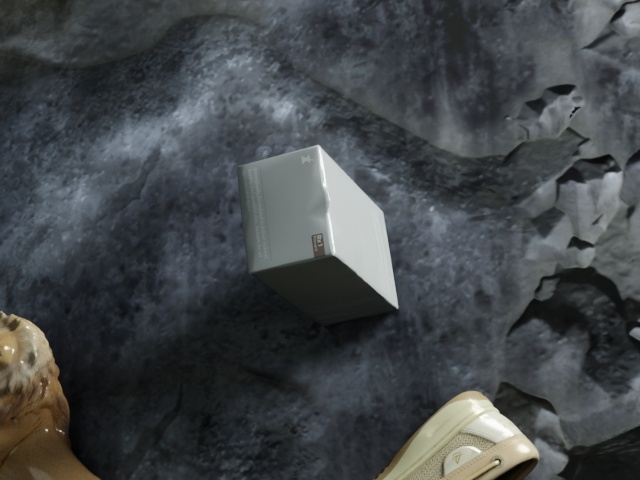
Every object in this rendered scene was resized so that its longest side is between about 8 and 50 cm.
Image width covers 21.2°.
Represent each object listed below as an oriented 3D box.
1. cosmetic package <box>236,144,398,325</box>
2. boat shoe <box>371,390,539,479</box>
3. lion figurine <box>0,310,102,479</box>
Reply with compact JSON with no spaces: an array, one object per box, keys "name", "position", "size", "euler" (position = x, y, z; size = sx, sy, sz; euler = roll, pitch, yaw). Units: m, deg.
[{"name":"cosmetic package","position":[0.000,0.000,1.832],"size":[0.107,0.238,0.127],"euler":[-14,68,18]},{"name":"boat shoe","position":[0.080,0.310,1.765],"size":[0.341,0.121,0.110],"euler":[-48,62,1]},{"name":"lion figurine","position":[-0.314,0.283,1.948],"size":[0.240,0.142,0.392],"euler":[-45,76,-5]}]
